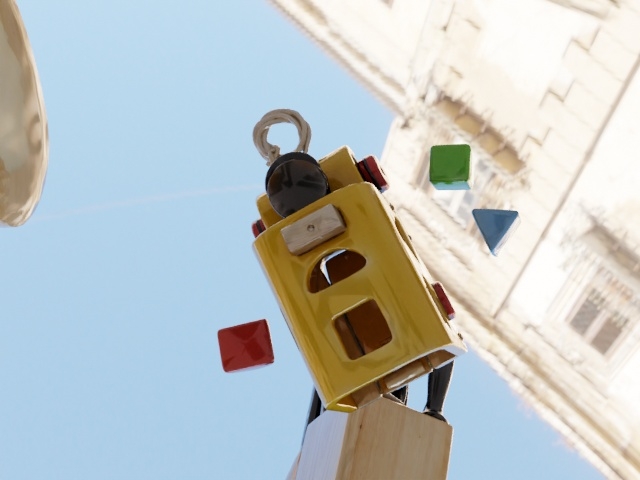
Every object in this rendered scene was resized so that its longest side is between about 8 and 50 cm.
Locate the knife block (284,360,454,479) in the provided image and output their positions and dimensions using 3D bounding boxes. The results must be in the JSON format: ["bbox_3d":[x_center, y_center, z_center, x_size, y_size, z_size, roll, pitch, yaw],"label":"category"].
[{"bbox_3d":[0.044,0.170,0.757,0.088,0.242,0.276,23,-171,-12],"label":"knife block"}]

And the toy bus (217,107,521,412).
[{"bbox_3d":[0.010,0.008,0.643,0.202,0.104,0.191,16,-97,18],"label":"toy bus"}]

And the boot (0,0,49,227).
[{"bbox_3d":[-0.279,-0.121,0.499,0.211,0.295,0.104,-5,-140,16],"label":"boot"}]
